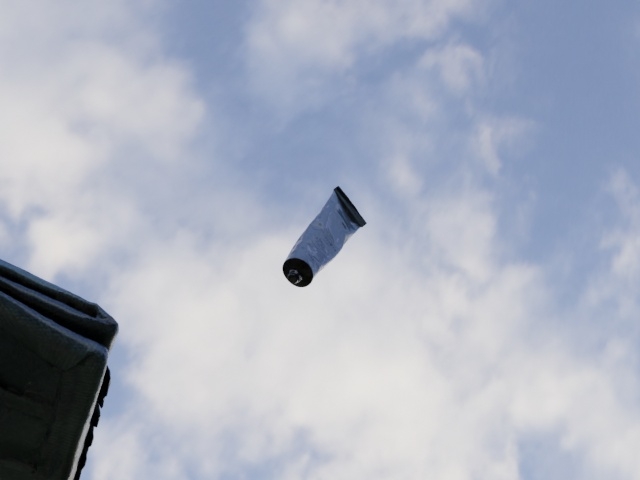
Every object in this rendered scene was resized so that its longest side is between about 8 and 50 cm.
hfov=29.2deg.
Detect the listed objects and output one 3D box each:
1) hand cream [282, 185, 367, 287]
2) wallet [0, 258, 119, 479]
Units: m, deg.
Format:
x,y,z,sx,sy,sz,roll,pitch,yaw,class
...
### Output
x,y,z,sx,sy,sz,roll,pitch,yaw,class
0.000,0.000,0.729,0.019,0.093,0.030,-33,-80,33,hand cream
-0.275,0.147,0.775,0.237,0.075,0.342,25,-60,5,wallet
